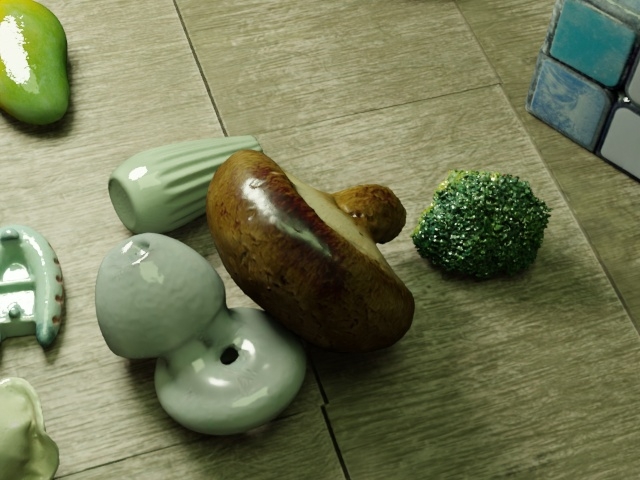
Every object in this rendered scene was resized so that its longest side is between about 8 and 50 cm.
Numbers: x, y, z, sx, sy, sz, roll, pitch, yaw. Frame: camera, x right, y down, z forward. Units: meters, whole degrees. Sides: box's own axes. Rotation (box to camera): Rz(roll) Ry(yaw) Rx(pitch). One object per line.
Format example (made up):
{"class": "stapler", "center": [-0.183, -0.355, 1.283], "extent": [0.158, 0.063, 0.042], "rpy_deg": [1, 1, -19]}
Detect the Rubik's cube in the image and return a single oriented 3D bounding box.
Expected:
{"class": "Rubik's cube", "center": [0.561, -0.317, 1.781], "extent": [0.318, 0.313, 0.316], "rpy_deg": [37, 60, 21]}

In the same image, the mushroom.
{"class": "mushroom", "center": [-0.015, 0.020, 1.522], "extent": [0.345, 0.345, 0.239], "rpy_deg": [16, 95, 7]}

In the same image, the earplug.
{"class": "earplug", "center": [-0.170, 0.127, 1.503], "extent": [0.325, 0.175, 0.214], "rpy_deg": [39, 56, 8]}

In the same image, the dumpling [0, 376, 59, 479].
{"class": "dumpling", "center": [-0.408, 0.276, 1.432], "extent": [0.134, 0.100, 0.169], "rpy_deg": [29, 59, -2]}

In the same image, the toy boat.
{"class": "toy boat", "center": [-0.443, 0.064, 1.587], "extent": [0.134, 0.079, 0.208], "rpy_deg": [-6, 58, -5]}

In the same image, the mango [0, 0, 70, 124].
{"class": "mango", "center": [-0.494, -0.295, 1.814], "extent": [0.156, 0.114, 0.251], "rpy_deg": [-9, 68, -22]}

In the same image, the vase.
{"class": "vase", "center": [-0.198, -0.097, 1.693], "extent": [0.248, 0.128, 0.128], "rpy_deg": [-23, 60, -30]}

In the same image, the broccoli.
{"class": "broccoli", "center": [0.245, -0.040, 1.689], "extent": [0.219, 0.194, 0.194], "rpy_deg": [-18, 56, 11]}
